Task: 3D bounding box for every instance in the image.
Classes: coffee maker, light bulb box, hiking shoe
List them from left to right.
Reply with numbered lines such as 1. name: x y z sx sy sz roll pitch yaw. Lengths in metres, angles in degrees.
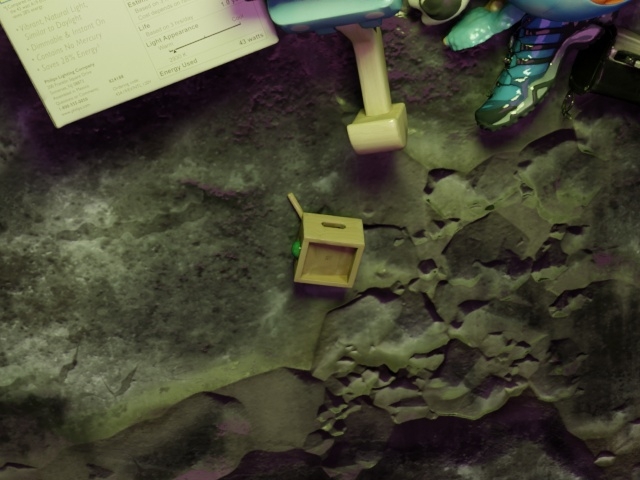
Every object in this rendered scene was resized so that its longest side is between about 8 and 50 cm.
1. light bulb box: -0.290 -0.413 1.303 0.358 0.225 0.361 -20 117 3
2. hiking shoe: 0.351 -0.323 1.519 0.132 0.113 0.304 39 96 -16
3. coffee maker: 0.534 -0.279 1.565 0.178 0.120 0.171 15 137 -14

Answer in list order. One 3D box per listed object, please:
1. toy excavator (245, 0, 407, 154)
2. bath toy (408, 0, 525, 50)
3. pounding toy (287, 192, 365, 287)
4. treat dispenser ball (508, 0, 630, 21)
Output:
1. toy excavator: 0.043 -0.364 1.311 0.222 0.445 0.433 -6 86 17
2. bath toy: 0.176 -0.460 1.403 0.348 0.129 0.151 43 70 -25
3. pounding toy: 0.000 0.000 1.639 0.141 0.100 0.130 7 130 -9
4. treat dispenser ball: 0.363 -0.460 1.290 0.288 0.288 0.288 -3 117 -6
